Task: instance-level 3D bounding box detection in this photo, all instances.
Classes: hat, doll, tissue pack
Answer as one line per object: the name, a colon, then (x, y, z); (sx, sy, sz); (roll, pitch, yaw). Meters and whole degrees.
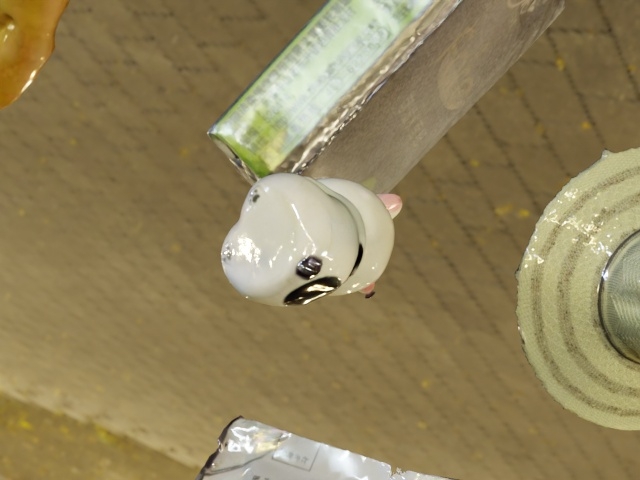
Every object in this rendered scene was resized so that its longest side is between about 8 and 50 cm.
hat: (0.294, 0.046, 1.140); (0.252, 0.252, 0.110); (34, 176, -18)
doll: (-0.005, -0.001, 1.170); (0.107, 0.110, 0.181); (31, -164, 19)
tissue pack: (0.079, -0.185, 1.410); (0.124, 0.394, 0.288); (42, 177, 16)

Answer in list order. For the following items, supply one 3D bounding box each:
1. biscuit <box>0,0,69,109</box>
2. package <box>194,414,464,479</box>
biscuit: (-0.232, -0.220, 0.967); (0.154, 0.045, 0.299); (24, 124, 31)
package: (0.006, 0.144, 0.443); (0.173, 0.171, 0.027); (8, 142, 28)
